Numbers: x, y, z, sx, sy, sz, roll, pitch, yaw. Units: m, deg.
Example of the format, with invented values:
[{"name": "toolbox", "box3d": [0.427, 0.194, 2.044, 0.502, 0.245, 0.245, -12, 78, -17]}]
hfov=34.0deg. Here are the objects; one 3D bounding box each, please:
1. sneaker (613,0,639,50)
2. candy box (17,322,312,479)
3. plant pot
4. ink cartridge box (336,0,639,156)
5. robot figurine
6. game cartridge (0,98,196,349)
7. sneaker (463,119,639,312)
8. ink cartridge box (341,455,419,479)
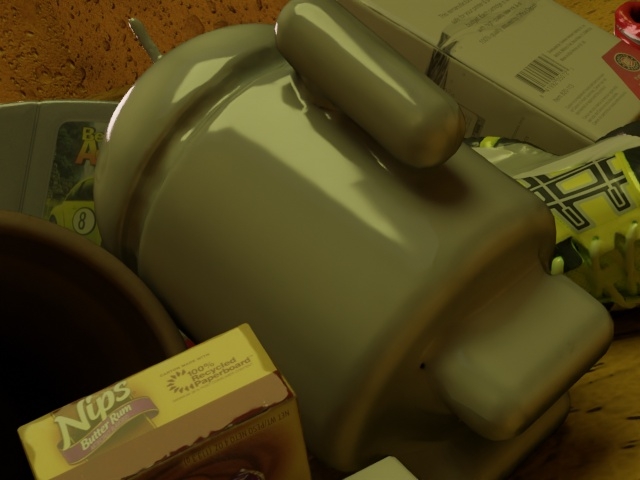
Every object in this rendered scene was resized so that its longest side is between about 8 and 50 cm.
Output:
[{"name": "sneaker", "box3d": [0.456, -0.255, 1.235, 0.107, 0.118, 0.279, -31, 20, -30]}, {"name": "candy box", "box3d": [-0.058, 0.133, 0.492, 0.109, 0.186, 0.053, -25, 50, -15]}, {"name": "plant pot", "box3d": [-0.226, 0.127, 0.648, 0.263, 0.263, 0.229, -28, 1, -25]}, {"name": "ink cartridge box", "box3d": [0.162, -0.156, 0.992, 0.283, 0.117, 0.207, 35, 42, 16]}, {"name": "robot figurine", "box3d": [0.000, 0.000, 0.648, 0.353, 0.300, 0.200, 40, 46, 22]}, {"name": "game cartridge", "box3d": [-0.139, -0.004, 0.797, 0.294, 0.196, 0.060, 8, -9, -7]}, {"name": "sneaker", "box3d": [0.196, 0.009, 0.738, 0.385, 0.145, 0.147, -5, 43, 45]}, {"name": "ink cartridge box", "box3d": [0.013, 0.193, 0.368, 0.172, 0.100, 0.237, -23, 18, -15]}]
